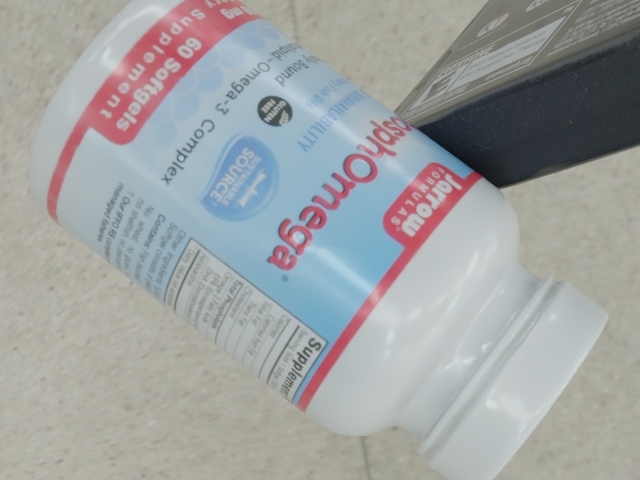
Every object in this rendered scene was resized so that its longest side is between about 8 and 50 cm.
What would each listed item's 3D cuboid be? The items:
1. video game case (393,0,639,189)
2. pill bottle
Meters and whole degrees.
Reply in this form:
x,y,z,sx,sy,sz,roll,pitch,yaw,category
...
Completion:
x,y,z,sx,sy,sz,roll,pitch,yaw,category
0.159,-0.122,0.403,0.035,0.275,0.248,48,60,-14,video game case
0.000,0.000,0.409,0.160,0.087,0.087,36,65,7,pill bottle
